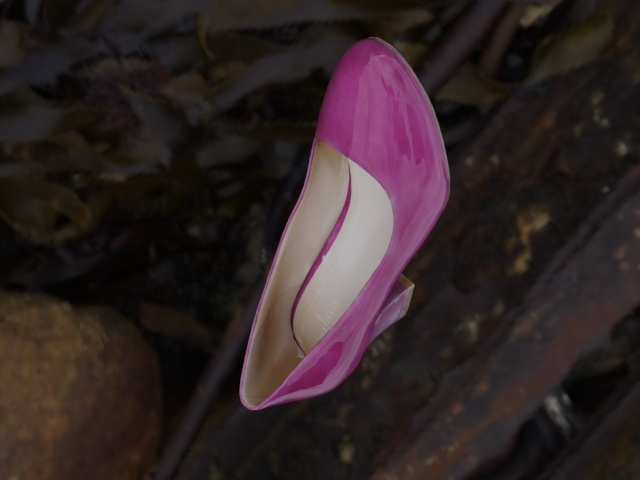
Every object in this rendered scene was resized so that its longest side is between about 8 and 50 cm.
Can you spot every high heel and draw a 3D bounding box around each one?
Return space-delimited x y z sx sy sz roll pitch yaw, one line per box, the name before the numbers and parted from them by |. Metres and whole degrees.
high heel | 0.000 0.000 0.757 0.117 0.082 0.244 -36 155 -26
